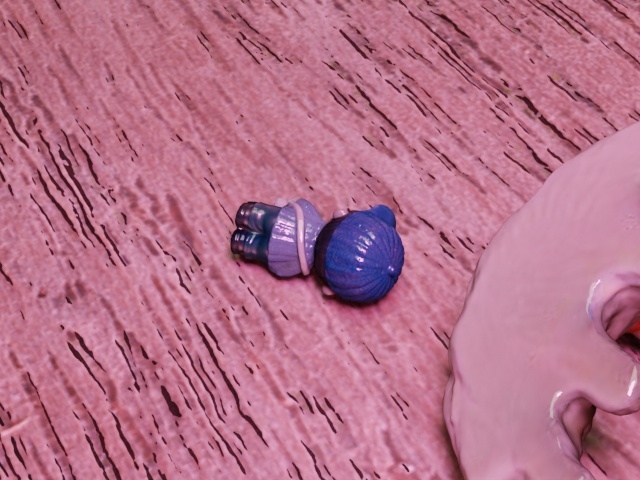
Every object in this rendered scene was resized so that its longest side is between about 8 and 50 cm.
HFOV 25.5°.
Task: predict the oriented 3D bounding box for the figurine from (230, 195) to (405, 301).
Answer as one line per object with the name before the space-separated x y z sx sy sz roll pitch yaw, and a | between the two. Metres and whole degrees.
figurine | 0.000 0.000 1.190 0.149 0.087 0.086 14 88 13

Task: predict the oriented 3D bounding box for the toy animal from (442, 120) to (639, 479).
toy animal | 0.228 0.081 1.088 0.266 0.188 0.308 -12 58 18
